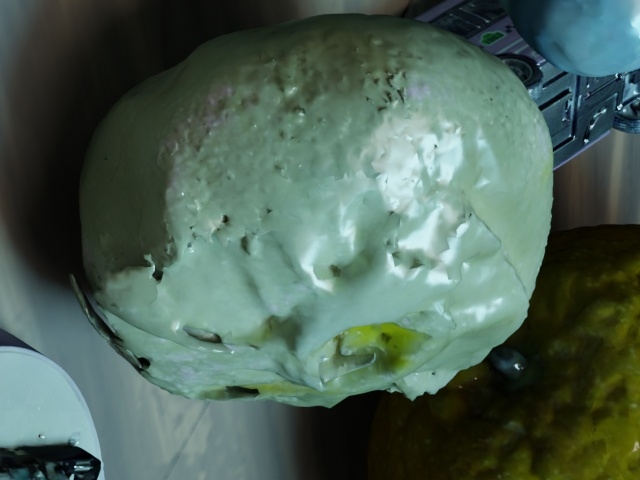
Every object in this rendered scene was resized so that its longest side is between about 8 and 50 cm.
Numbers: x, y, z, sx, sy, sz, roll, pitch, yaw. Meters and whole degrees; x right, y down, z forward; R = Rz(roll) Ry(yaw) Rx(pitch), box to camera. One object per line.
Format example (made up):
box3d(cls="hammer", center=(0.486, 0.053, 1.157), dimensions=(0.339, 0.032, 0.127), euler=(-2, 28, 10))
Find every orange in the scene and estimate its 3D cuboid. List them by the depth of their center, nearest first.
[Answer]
box3d(cls="orange", center=(0.193, 0.145, 1.072), dimensions=(0.322, 0.322, 0.357), euler=(-54, 134, -9))

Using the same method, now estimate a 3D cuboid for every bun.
box3d(cls="bun", center=(0.000, 0.000, 0.815), dimensions=(0.239, 0.141, 0.239), euler=(-10, 146, -7))

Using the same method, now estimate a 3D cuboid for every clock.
box3d(cls="clock", center=(-0.166, 0.141, 0.837), dimensions=(0.172, 0.064, 0.198), euler=(8, 108, -51))

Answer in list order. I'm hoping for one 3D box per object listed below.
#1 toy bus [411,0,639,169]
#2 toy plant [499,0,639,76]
box3d(cls="toy bus", center=(0.113, -0.095, 0.979), dimensions=(0.199, 0.108, 0.096), euler=(-32, 140, -30))
box3d(cls="toy plant", center=(0.129, -0.183, 0.750), dimensions=(0.247, 0.332, 0.247), euler=(-27, 132, -35))
